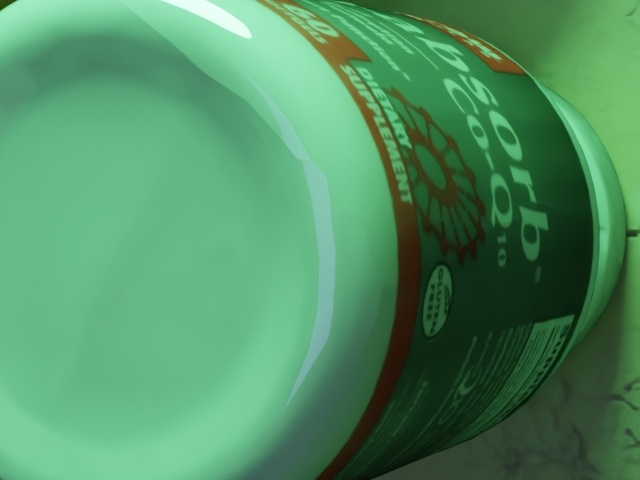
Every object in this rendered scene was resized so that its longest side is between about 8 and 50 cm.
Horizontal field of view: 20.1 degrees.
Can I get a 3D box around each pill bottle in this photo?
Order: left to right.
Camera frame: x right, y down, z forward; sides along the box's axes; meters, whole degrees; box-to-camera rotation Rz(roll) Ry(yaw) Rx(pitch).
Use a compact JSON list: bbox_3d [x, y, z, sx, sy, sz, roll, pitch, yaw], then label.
[{"bbox_3d":[0.000,0.000,0.787,0.210,0.363,0.210,1,93,25],"label":"pill bottle"}]

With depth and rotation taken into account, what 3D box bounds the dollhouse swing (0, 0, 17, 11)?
[{"bbox_3d":[-0.066,-0.283,0.794,0.305,0.315,0.346,-11,82,13],"label":"dollhouse swing"}]
